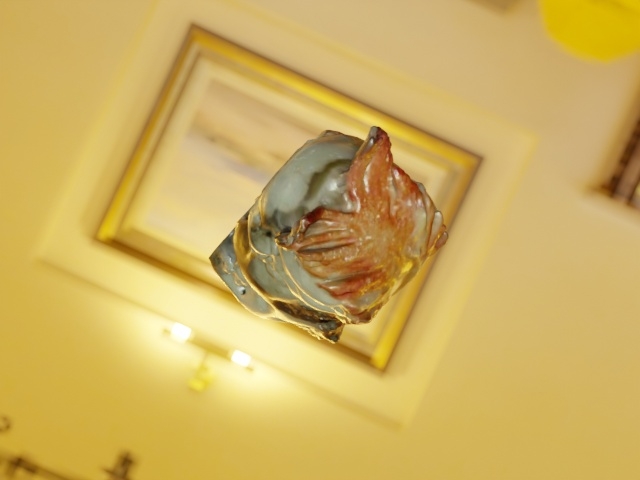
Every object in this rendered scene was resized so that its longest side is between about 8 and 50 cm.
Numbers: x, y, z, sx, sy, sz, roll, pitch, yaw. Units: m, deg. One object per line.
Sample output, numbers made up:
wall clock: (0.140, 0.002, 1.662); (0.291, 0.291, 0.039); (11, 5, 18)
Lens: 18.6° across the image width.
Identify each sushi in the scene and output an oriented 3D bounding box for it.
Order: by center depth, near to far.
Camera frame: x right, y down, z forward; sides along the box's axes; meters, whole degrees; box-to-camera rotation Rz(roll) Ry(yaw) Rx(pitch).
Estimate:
sushi: (0.000, 0.000, 1.433); (0.130, 0.124, 0.332); (39, 166, -7)
